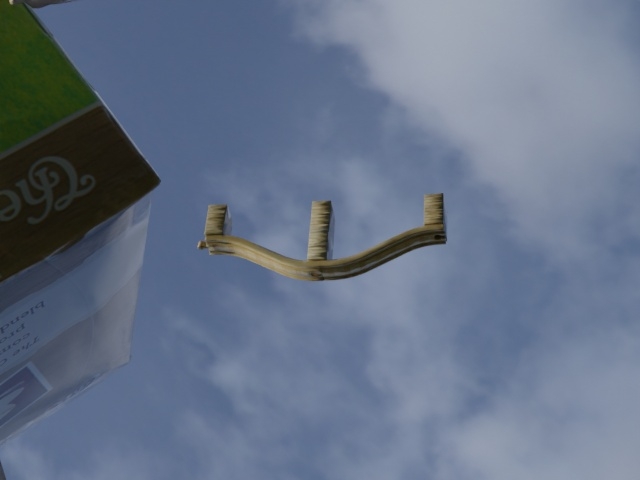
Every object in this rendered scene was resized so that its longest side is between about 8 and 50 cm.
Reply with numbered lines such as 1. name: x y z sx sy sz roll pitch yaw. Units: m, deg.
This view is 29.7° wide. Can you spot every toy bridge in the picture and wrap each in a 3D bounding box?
1. toy bridge: 0.000 0.000 0.902 0.188 0.063 0.026 -3 -39 9

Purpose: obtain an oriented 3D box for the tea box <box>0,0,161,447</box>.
1. tea box: -0.291 -0.017 0.476 0.329 0.220 0.323 -35 -102 -23

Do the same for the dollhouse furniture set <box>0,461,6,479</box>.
1. dollhouse furniture set: -0.302 0.199 0.550 0.355 0.303 0.173 -56 -33 -51

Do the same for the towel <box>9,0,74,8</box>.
1. towel: 0.095 -0.181 0.302 0.332 0.317 0.053 -19 -100 -30
